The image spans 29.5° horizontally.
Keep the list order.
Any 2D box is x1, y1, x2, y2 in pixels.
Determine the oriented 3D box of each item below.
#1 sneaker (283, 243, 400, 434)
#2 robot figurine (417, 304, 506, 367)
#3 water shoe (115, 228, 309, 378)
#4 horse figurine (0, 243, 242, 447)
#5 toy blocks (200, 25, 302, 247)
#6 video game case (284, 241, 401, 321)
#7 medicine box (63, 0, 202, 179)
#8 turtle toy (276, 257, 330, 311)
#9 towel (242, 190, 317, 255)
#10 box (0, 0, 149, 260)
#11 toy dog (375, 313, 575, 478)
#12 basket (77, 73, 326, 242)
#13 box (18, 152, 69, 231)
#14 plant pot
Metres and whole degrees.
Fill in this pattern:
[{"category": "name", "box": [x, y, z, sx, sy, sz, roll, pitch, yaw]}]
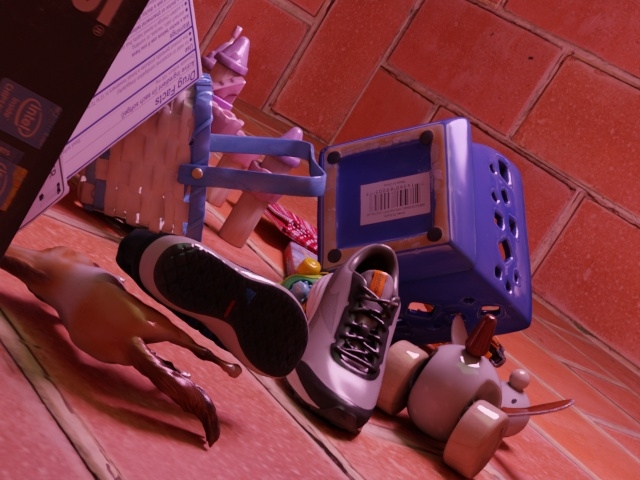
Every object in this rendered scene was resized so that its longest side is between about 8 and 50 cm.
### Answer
[{"category": "sneaker", "box": [0.031, 0.094, 1.280, 0.100, 0.108, 0.271, 31, 31, -13]}, {"category": "robot figurine", "box": [0.178, 0.096, 1.882, 0.211, 0.085, 0.291, 41, 10, -33]}, {"category": "water shoe", "box": [-0.085, 0.046, 1.022, 0.080, 0.073, 0.203, 24, -14, 45]}, {"category": "horse figurine", "box": [-0.173, 0.064, 1.001, 0.263, 0.066, 0.174, 35, 1, 38]}, {"category": "toy blocks", "box": [-0.183, -0.194, 1.778, 0.309, 0.260, 0.288, 29, 9, -20]}, {"category": "video game case", "box": [0.040, 0.088, 1.766, 0.204, 0.025, 0.285, 31, 8, -8]}, {"category": "medicine box", "box": [-0.273, -0.237, 1.254, 0.149, 0.263, 0.289, 27, -38, 27]}, {"category": "turtle toy", "box": [-0.001, 0.088, 1.433, 0.130, 0.095, 0.066, 31, 29, -3]}, {"category": "towel", "box": [0.000, 0.000, 2.016, 0.275, 0.031, 0.199, 34, 5, -34]}, {"category": "box", "box": [-0.266, -0.114, 0.562, 0.318, 0.395, 0.097, 30, 7, -21]}, {"category": "toy dog", "box": [0.185, 0.157, 1.416, 0.220, 0.161, 0.333, 33, 8, 4]}, {"category": "basket", "box": [-0.144, -0.102, 1.494, 0.289, 0.201, 0.255, 1, 12, -4]}, {"category": "box", "box": [-0.371, -0.146, 1.131, 0.290, 0.087, 0.169, 35, -32, 18]}, {"category": "plant pot", "box": [0.121, -0.013, 1.531, 0.236, 0.236, 0.212, -11, -29, 23]}]
